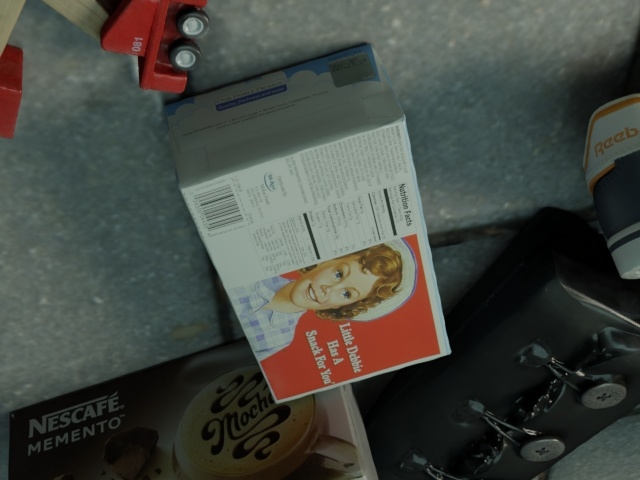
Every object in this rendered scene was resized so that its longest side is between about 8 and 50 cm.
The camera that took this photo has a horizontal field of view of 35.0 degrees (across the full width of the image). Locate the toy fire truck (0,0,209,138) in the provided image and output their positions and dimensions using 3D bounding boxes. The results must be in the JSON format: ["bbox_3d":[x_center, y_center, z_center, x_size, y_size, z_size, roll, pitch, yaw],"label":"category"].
[{"bbox_3d":[-0.134,-0.142,0.596,0.135,0.047,0.192,5,133,-19],"label":"toy fire truck"}]

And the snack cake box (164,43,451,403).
[{"bbox_3d":[0.000,0.000,0.752,0.152,0.089,0.264,-17,137,0],"label":"snack cake box"}]

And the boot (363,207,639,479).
[{"bbox_3d":[0.211,0.196,0.993,0.367,0.146,0.445,17,124,-32],"label":"boot"}]

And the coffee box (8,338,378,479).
[{"bbox_3d":[-0.108,0.201,0.874,0.297,0.168,0.118,-17,137,4],"label":"coffee box"}]

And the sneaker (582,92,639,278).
[{"bbox_3d":[0.297,-0.038,0.779,0.126,0.127,0.321,-23,163,29],"label":"sneaker"}]
